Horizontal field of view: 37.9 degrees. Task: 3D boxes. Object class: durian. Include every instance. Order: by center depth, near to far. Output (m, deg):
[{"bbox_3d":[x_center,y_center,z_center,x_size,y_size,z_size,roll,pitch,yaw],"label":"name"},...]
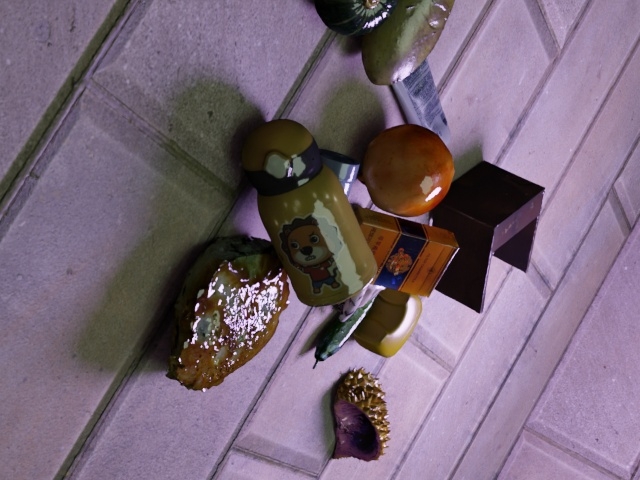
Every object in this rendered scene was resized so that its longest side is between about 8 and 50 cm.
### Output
[{"bbox_3d":[0.116,0.439,2.399,0.261,0.153,0.187,81,22,-52],"label":"durian"}]

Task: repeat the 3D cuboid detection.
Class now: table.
[{"bbox_3d":[0.423,-0.010,2.438,0.250,0.196,0.282,-35,140,-38],"label":"table"}]

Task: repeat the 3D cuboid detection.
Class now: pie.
[{"bbox_3d":[-0.178,0.141,1.786,0.354,0.102,0.289,-20,127,-56],"label":"pie"}]

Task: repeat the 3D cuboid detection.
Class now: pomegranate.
[{"bbox_3d":[0.184,-0.152,1.996,0.209,0.209,0.209,-33,136,-38],"label":"pomegranate"}]

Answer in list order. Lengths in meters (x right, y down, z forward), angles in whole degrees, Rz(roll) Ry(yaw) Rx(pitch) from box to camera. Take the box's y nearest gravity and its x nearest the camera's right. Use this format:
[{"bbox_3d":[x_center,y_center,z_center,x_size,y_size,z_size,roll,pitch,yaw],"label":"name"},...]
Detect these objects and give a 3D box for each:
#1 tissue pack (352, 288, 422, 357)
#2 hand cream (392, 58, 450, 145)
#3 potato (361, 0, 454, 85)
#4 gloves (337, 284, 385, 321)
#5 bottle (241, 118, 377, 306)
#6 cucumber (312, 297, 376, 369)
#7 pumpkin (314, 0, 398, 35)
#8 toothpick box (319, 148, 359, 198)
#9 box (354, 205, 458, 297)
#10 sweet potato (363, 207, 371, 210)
[{"bbox_3d":[0.166,0.195,2.278,0.178,0.123,0.127,-57,143,-11],"label":"tissue pack"},{"bbox_3d":[0.219,-0.310,2.074,0.124,0.077,0.341,-49,136,-20],"label":"hand cream"},{"bbox_3d":[0.170,-0.445,1.837,0.176,0.141,0.298,24,99,-44],"label":"potato"},{"bbox_3d":[0.094,0.092,2.131,0.127,0.111,0.212,5,102,-58],"label":"gloves"},{"bbox_3d":[-0.034,-0.059,1.737,0.171,0.171,0.351,-42,119,-30],"label":"bottle"},{"bbox_3d":[0.051,0.204,2.191,0.250,0.056,0.056,-48,144,-23],"label":"cucumber"},{"bbox_3d":[0.066,-0.453,1.694,0.167,0.125,0.167,-9,110,-27],"label":"pumpkin"},{"bbox_3d":[0.010,-0.098,1.884,0.101,0.101,0.153,-4,116,-53],"label":"toothpick box"},{"bbox_3d":[0.160,0.029,2.021,0.237,0.070,0.152,13,123,-22],"label":"box"},{"bbox_3d":[0.104,-0.049,2.110,0.034,0.034,0.095,-50,155,-19],"label":"sweet potato"}]
